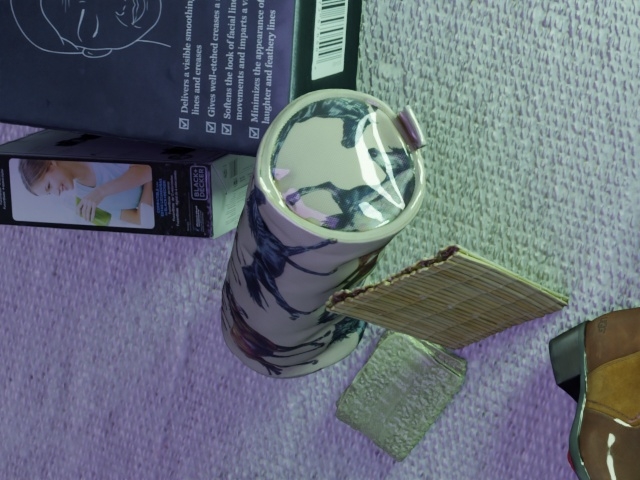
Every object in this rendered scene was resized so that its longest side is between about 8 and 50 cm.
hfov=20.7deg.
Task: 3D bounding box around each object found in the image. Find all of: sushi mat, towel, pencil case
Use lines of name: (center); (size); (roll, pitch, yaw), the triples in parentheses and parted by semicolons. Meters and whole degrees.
sushi mat: (0.138, 0.063, 1.806); (0.151, 0.316, 0.019); (-22, 70, 23)
towel: (0.091, 0.171, 1.995); (0.110, 0.027, 0.148); (36, 110, 11)
pencil case: (0.000, 0.000, 1.799); (0.160, 0.183, 0.410); (51, 159, 14)

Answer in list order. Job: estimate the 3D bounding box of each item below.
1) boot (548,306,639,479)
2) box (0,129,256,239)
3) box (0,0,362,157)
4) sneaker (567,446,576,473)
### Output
boot: (0.393, 0.160, 1.797); (0.280, 0.096, 0.264); (-25, 49, 23)
box: (-0.220, -0.069, 1.995); (0.290, 0.169, 0.087); (4, 105, 20)
box: (-0.166, -0.266, 1.906); (0.395, 0.212, 0.294); (9, 104, 19)
sneaker: (0.352, 0.284, 1.859); (0.221, 0.128, 0.087); (29, 110, 14)
